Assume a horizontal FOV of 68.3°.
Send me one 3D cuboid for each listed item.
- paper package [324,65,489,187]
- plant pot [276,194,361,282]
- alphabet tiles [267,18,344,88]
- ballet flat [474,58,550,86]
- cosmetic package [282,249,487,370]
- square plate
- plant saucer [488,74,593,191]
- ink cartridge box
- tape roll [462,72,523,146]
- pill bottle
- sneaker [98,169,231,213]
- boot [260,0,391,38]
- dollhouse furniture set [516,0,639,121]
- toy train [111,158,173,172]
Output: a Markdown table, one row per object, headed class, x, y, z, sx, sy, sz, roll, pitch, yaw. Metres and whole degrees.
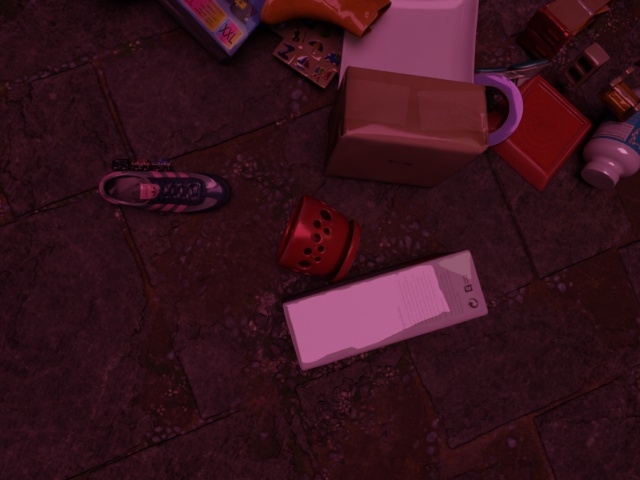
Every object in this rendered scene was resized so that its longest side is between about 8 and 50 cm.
| class | x | y | z | sx | sy | sz | roll | pitch | yaw |
| --- | --- | --- | --- | --- | --- | --- | --- | --- | --- |
| paper package | 0.187 | -0.257 | 1.150 | 0.324 | 0.309 | 0.168 | 5 | 79 | -6 |
| plant pot | 0.000 | 0.000 | 1.186 | 0.174 | 0.191 | 0.191 | 19 | 86 | -10 |
| alphabet tiles | 0.035 | -0.589 | 1.285 | 0.285 | 0.011 | 0.343 | 34 | 81 | 2 |
| ballet flat | 0.523 | -0.455 | 1.309 | 0.213 | 0.072 | 0.068 | -7 | 117 | 3 |
| cosmetic package | 0.141 | 0.160 | 1.169 | 0.452 | 0.230 | 0.162 | -16 | 88 | -6 |
| square plate | 0.227 | -0.502 | 1.230 | 0.343 | 0.049 | 0.348 | 5 | 85 | 4 |
| plant saucer | 0.611 | -0.316 | 1.322 | 0.258 | 0.048 | 0.259 | 41 | 85 | -2 |
| ink cartridge box | -0.212 | -0.691 | 1.173 | 0.270 | 0.151 | 0.396 | 41 | 82 | -29 |
| tape roll | 0.435 | -0.342 | 1.254 | 0.188 | 0.080 | 0.189 | 3 | 99 | 19 |
| pill bottle | 0.825 | -0.273 | 1.288 | 0.146 | 0.146 | 0.264 | 35 | 86 | -2 |
| sneaker | -0.387 | -0.118 | 1.179 | 0.318 | 0.131 | 0.112 | 0 | 99 | -4 |
| boot | 0.021 | -0.570 | 1.161 | 0.295 | 0.104 | 0.211 | -42 | 84 | -15 |
| dollhouse furniture set | 0.742 | -0.504 | 1.262 | 0.201 | 0.152 | 0.374 | -37 | 82 | -5 |
| toy train | -0.465 | -0.197 | 1.235 | 0.158 | 0.027 | 0.036 | 1 | 76 | -4 |
